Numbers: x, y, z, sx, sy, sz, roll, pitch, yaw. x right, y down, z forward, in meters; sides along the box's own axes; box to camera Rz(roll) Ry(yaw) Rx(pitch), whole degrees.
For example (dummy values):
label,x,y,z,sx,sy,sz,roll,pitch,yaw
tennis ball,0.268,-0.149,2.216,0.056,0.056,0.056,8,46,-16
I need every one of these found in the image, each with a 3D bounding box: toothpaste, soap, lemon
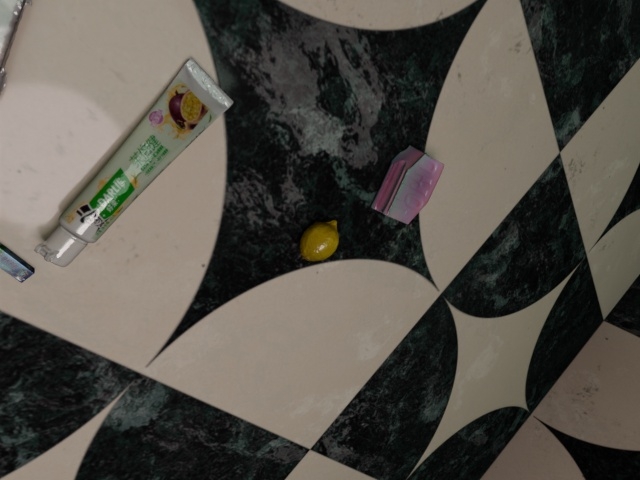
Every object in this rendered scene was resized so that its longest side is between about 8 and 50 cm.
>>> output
label,x,y,z,sx,sy,sz,roll,pitch,yaw
toothpaste,-0.399,0.019,0.504,0.020,0.017,0.083,-41,127,-11
soap,0.176,-0.111,0.799,0.100,0.056,0.148,18,100,-40
toothpaste,-0.244,-0.098,0.538,0.314,0.056,0.058,-52,169,-7
lemon,0.000,0.000,0.729,0.092,0.065,0.065,-51,129,-11

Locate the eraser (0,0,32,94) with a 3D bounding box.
label,x,y,z,sx,sy,sz,roll,pitch,yaw
eraser,-0.454,-0.273,0.296,0.397,0.082,0.212,19,99,-38
